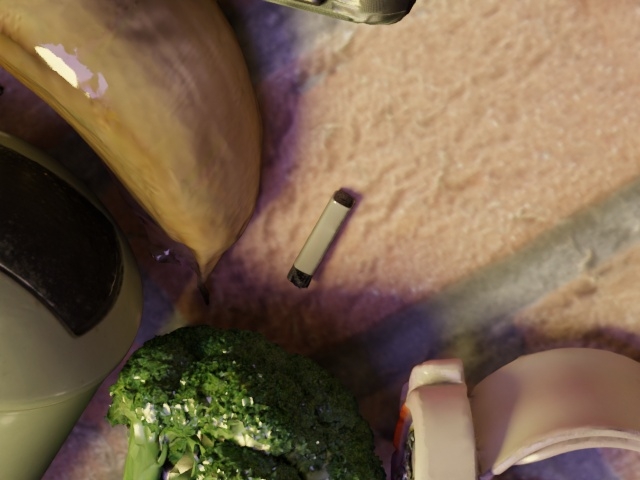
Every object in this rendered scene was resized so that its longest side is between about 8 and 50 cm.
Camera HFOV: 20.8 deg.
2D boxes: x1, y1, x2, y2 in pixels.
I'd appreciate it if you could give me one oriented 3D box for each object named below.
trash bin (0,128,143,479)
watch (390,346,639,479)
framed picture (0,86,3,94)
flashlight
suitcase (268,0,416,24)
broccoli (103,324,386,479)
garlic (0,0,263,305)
[{"bbox_3d":[-0.320,0.109,1.319,0.280,0.280,0.432,32,126,1],"label":"trash bin"},{"bbox_3d":[0.164,0.195,1.279,0.231,0.196,0.244,1,120,-5],"label":"watch"},{"bbox_3d":[-0.394,-0.073,1.326,0.252,0.014,0.197,-36,143,31],"label":"framed picture"},{"bbox_3d":[0.000,0.000,1.299,0.018,0.018,0.083,30,123,0],"label":"flashlight"},{"bbox_3d":[-0.055,-0.252,1.080,0.312,0.202,0.128,16,131,10],"label":"suitcase"},{"bbox_3d":[-0.081,0.197,1.286,0.270,0.270,0.270,45,162,19],"label":"broccoli"},{"bbox_3d":[-0.128,-0.100,1.246,0.338,0.151,0.196,49,149,-18],"label":"garlic"}]
